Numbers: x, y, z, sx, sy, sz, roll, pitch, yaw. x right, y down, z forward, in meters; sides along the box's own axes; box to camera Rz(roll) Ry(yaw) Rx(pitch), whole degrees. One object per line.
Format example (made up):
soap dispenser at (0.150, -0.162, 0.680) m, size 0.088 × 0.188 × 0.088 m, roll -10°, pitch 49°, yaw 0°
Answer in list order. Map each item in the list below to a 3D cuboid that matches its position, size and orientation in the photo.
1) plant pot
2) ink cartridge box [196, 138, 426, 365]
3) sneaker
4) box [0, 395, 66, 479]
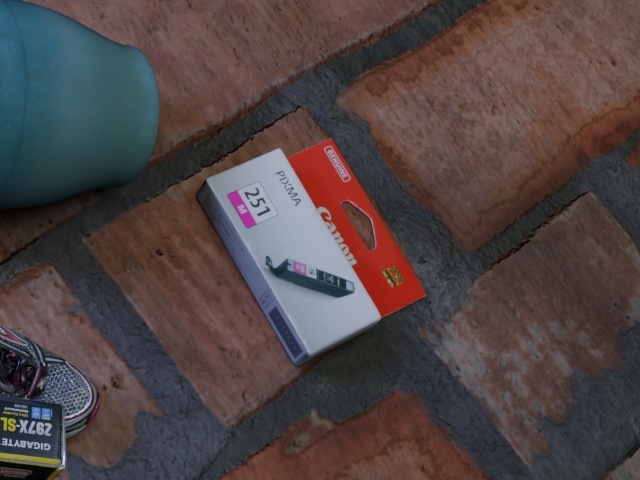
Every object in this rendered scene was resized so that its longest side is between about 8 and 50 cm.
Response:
plant pot at (-0.346, -0.163, 1.621) m, size 0.255 × 0.271 × 0.272 m, roll 1°, pitch 66°, yaw -38°
ink cartridge box at (0.000, 0.000, 1.808) m, size 0.239 × 0.060 × 0.275 m, roll -26°, pitch 79°, yaw -30°
sneaker at (-0.393, 0.143, 1.533) m, size 0.299 × 0.112 × 0.121 m, roll 25°, pitch 58°, yaw -17°
box at (-0.456, 0.228, 1.359) m, size 0.322 × 0.257 × 0.079 m, roll 13°, pitch 55°, yaw -28°
